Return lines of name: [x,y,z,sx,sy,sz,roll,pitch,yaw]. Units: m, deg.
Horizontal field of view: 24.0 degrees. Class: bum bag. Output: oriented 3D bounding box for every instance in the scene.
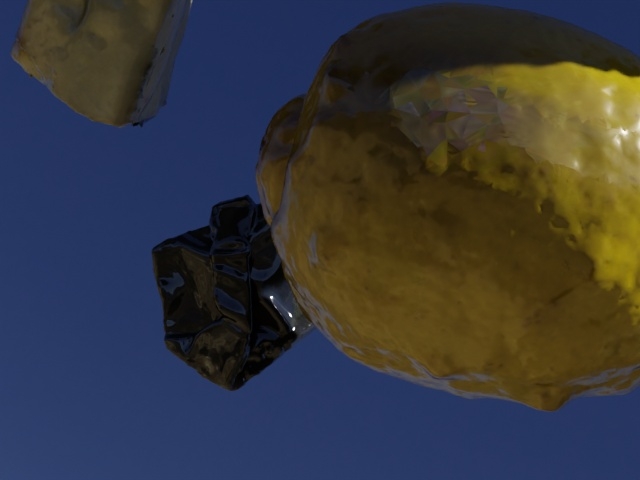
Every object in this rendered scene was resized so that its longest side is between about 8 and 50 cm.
bum bag: [0.000,0.000,1.211,0.137,0.310,0.074,54,-26,13]

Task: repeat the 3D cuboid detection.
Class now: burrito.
burrito: [-0.136,-0.266,1.228,0.135,0.190,0.332,24,-81,-2]

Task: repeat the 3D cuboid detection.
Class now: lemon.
lemon: [0.123,-0.021,1.007,0.316,0.285,0.285,21,-36,-21]
